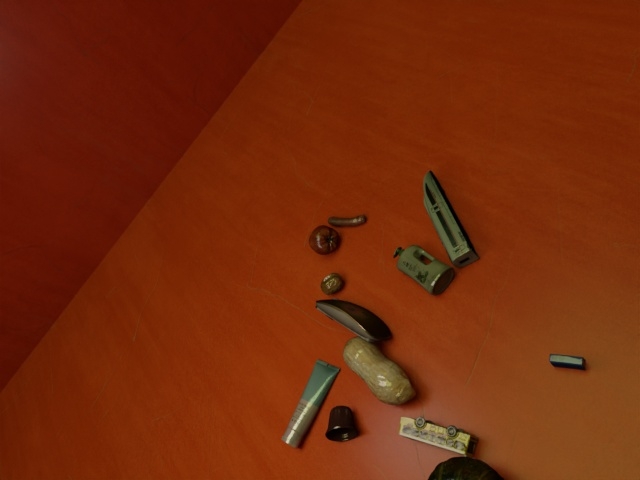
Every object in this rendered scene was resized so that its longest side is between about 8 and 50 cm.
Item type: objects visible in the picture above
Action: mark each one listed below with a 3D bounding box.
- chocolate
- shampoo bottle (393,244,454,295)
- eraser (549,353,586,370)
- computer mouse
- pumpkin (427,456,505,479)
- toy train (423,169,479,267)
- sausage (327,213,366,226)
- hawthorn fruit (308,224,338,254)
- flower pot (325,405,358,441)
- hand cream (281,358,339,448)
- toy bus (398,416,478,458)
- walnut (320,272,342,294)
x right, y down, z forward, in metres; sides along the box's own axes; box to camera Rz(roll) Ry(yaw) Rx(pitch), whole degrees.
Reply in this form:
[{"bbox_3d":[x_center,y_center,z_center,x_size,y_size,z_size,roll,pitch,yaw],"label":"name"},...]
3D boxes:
[{"bbox_3d":[0.186,0.435,1.669,0.309,0.134,0.134,34,88,43],"label":"chocolate"},{"bbox_3d":[0.351,0.088,1.773,0.118,0.087,0.234,-53,47,3],"label":"shampoo bottle"},{"bbox_3d":[0.691,0.339,1.396,0.084,0.063,0.027,-1,64,36],"label":"eraser"},{"bbox_3d":[0.116,0.272,1.801,0.310,0.158,0.072,26,101,43],"label":"computer mouse"},{"bbox_3d":[0.406,0.704,1.329,0.260,0.189,0.260,-1,88,37],"label":"pumpkin"},{"bbox_3d":[0.444,-0.088,1.810,0.088,0.086,0.407,-35,49,23],"label":"toy train"},{"bbox_3d":[0.108,-0.082,2.080,0.176,0.040,0.047,0,59,36],"label":"sausage"},{"bbox_3d":[0.011,0.004,2.057,0.140,0.125,0.125,125,144,-45],"label":"hawthorn fruit"},{"bbox_3d":[0.068,0.610,1.681,0.111,0.111,0.089,-27,41,22],"label":"flower pot"},{"bbox_3d":[-0.039,0.586,1.807,0.111,0.070,0.312,14,66,42],"label":"hand cream"},{"bbox_3d":[0.348,0.581,1.498,0.226,0.081,0.074,3,66,37],"label":"toy bus"},{"bbox_3d":[0.046,0.169,1.959,0.096,0.082,0.079,-40,20,13],"label":"walnut"}]
